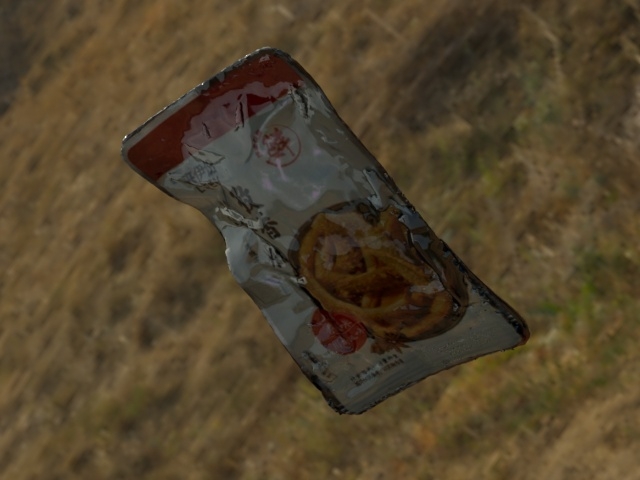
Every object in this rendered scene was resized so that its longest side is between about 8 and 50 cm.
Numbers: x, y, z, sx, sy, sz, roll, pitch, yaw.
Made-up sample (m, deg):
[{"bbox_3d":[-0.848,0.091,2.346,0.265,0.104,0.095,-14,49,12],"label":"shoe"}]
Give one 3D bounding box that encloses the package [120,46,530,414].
[{"bbox_3d":[0.000,0.000,0.956,0.154,0.239,0.030,-27,19,37],"label":"package"}]
